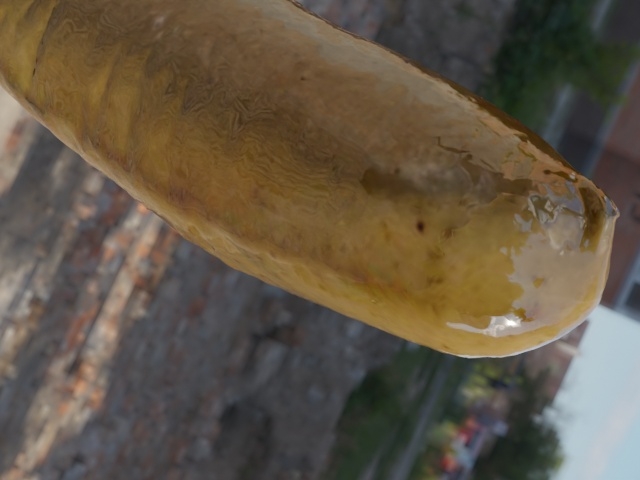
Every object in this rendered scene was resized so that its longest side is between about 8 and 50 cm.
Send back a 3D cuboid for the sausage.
[{"bbox_3d":[-0.064,-0.082,0.843,0.123,0.501,0.136,11,112,-52],"label":"sausage"}]
